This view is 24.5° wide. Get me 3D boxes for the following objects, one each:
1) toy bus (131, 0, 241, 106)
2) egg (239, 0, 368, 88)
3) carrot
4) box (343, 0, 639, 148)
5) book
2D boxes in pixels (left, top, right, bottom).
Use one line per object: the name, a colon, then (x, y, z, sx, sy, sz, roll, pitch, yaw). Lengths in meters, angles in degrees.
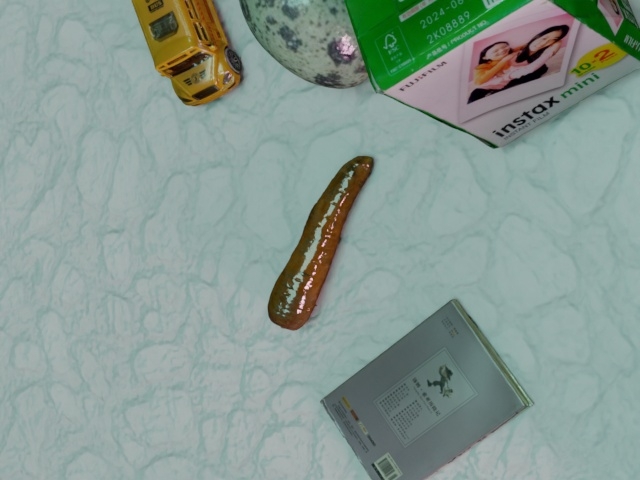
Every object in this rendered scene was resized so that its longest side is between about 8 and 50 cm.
toy bus: (-0.142, -0.218, 1.477, 0.069, 0.074, 0.162, -24, 82, 23)
egg: (-0.004, -0.222, 1.381, 0.132, 0.132, 0.172, -28, 93, 24)
carrot: (0.000, 0.000, 1.446, 0.047, 0.047, 0.191, 27, 99, 21)
box: (0.153, -0.177, 1.248, 0.180, 0.250, 0.103, -30, 65, 26)
book: (0.098, 0.156, 1.422, 0.181, 0.014, 0.127, -40, 77, 22)
